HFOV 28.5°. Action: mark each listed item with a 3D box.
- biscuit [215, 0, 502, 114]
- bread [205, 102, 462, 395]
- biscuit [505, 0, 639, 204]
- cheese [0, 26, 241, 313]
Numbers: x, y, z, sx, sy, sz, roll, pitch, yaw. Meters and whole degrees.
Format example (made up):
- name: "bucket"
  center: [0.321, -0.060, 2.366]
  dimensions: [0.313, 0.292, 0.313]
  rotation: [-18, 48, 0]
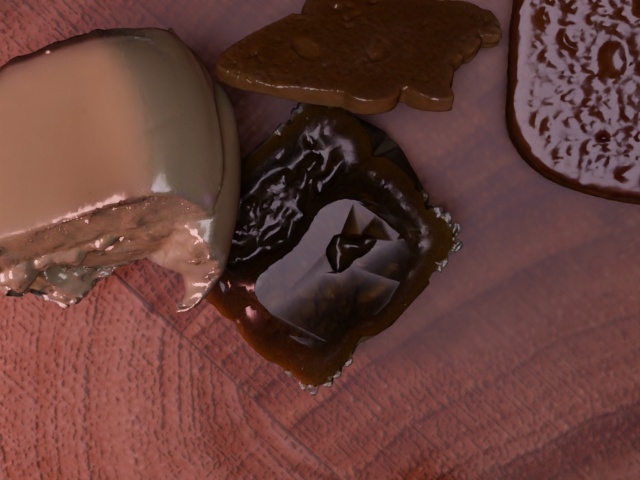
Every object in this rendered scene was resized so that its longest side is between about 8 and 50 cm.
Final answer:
- name: "biscuit"
  center: [0.033, -0.156, 1.046]
  dimensions: [0.250, 0.162, 0.035]
  rotation: [-10, 137, -17]
- name: "bread"
  center: [-0.001, 0.001, 1.080]
  dimensions: [0.192, 0.110, 0.210]
  rotation: [45, 99, -1]
- name: "biscuit"
  center: [0.289, -0.166, 1.062]
  dimensions: [0.262, 0.052, 0.277]
  rotation: [2, 97, 1]
- name: "cheese"
  center: [-0.186, -0.052, 1.039]
  dimensions: [0.266, 0.127, 0.233]
  rotation: [-13, 73, 32]
